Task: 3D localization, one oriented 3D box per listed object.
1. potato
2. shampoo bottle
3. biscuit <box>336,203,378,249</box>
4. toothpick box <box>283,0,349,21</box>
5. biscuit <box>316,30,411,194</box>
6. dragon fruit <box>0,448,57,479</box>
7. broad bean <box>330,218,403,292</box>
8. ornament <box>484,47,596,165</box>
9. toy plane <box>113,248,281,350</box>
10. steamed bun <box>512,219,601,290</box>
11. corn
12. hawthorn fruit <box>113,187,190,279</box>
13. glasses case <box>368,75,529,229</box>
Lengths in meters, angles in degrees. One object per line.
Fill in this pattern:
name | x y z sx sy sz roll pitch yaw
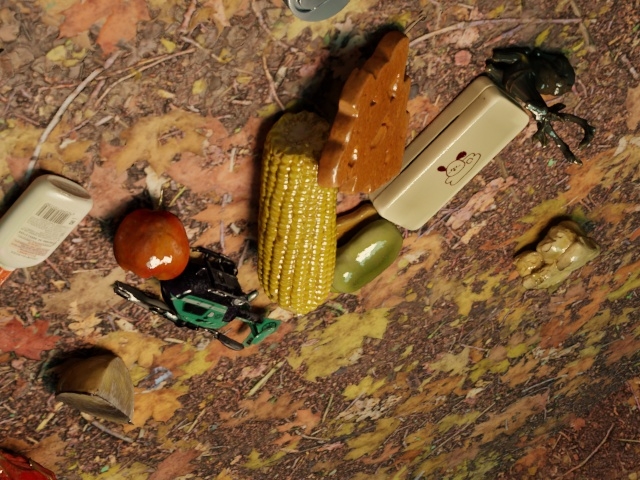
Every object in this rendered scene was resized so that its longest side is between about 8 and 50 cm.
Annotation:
potato | -0.425 0.265 1.849 0.120 0.100 0.261 9 159 8
shampoo bottle | -0.449 -0.007 1.504 0.221 0.051 0.108 -44 144 18
biscuit | -0.001 -0.001 1.858 0.240 0.035 0.158 -12 139 -26
toothpick box | -0.028 -0.370 1.282 0.101 0.153 0.101 -21 144 -16
biscuit | 0.083 -0.179 1.611 0.284 0.043 0.306 -63 157 -14
dragon fruit | -0.609 0.519 1.873 0.244 0.244 0.299 -22 125 -13
broad bean | 0.082 0.037 1.866 0.174 0.082 0.124 -32 149 0
ornament | 0.414 -0.230 1.711 0.202 0.236 0.080 -1 138 -36
toy plane | -0.193 0.120 1.816 0.155 0.106 0.382 -38 146 20
steamed bun | 0.540 0.027 2.239 0.192 0.106 0.177 -9 155 -48
corn | -0.041 -0.034 1.671 0.144 0.144 0.387 -17 132 -19
hawthorn fruit | -0.273 0.002 1.600 0.125 0.140 0.125 5 154 2
glasses case | 0.233 -0.156 1.812 0.313 0.070 0.131 -45 143 18
